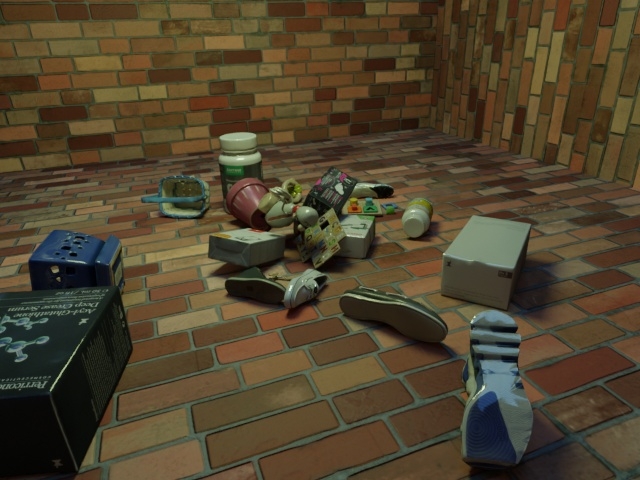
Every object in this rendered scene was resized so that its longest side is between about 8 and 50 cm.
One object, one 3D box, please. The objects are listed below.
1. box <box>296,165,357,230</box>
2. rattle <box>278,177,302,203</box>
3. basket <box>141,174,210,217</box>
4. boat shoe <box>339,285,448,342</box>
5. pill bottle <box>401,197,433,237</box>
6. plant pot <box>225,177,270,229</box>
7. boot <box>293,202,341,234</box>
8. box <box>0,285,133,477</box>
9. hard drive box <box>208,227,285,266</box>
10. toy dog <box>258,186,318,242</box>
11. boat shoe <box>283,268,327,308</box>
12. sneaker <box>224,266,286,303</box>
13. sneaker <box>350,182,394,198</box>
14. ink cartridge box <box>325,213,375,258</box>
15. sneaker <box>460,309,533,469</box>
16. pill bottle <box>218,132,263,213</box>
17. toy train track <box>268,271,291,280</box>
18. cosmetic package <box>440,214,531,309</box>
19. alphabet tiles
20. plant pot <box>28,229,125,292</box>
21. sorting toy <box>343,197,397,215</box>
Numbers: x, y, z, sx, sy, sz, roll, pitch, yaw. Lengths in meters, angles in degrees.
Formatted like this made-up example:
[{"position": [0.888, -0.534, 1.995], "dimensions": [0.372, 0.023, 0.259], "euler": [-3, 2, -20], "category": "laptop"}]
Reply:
[{"position": [0.031, -0.170, 1.887], "dimensions": [0.142, 0.163, 0.247], "euler": [33, 44, 3], "category": "box"}, {"position": [-0.189, -0.218, 2.259], "dimensions": [0.143, 0.130, 0.199], "euler": [1, 49, 32], "category": "rattle"}, {"position": [-0.659, -0.203, 2.092], "dimensions": [0.255, 0.200, 0.289], "euler": [2, 15, 6], "category": "basket"}, {"position": [0.212, 0.192, 1.277], "dimensions": [0.336, 0.112, 0.096], "euler": [12, 32, 34], "category": "boat shoe"}, {"position": [0.406, -0.093, 1.880], "dimensions": [0.118, 0.117, 0.208], "euler": [6, 25, 17], "category": "pill bottle"}, {"position": [-0.295, -0.150, 1.989], "dimensions": [0.202, 0.201, 0.180], "euler": [-16, 43, -28], "category": "plant pot"}, {"position": [-0.010, -0.099, 1.960], "dimensions": [0.207, 0.090, 0.248], "euler": [6, 32, 3], "category": "boot"}, {"position": [-0.638, 0.292, 0.997], "dimensions": [0.294, 0.211, 0.395], "euler": [-3, 25, -5], "category": "box"}, {"position": [-0.266, 0.022, 1.643], "dimensions": [0.181, 0.089, 0.232], "euler": [11, 12, 25], "category": "hard drive box"}, {"position": [-0.145, -0.075, 1.718], "dimensions": [0.220, 0.160, 0.334], "euler": [30, -7, -11], "category": "toy dog"}, {"position": [-0.041, 0.147, 1.424], "dimensions": [0.076, 0.083, 0.226], "euler": [6, 25, 19], "category": "boat shoe"}, {"position": [-0.192, 0.134, 1.464], "dimensions": [0.222, 0.083, 0.118], "euler": [8, 26, 23], "category": "sneaker"}, {"position": [0.257, -0.264, 2.299], "dimensions": [0.238, 0.085, 0.086], "euler": [0, 40, 4], "category": "sneaker"}, {"position": [0.121, -0.022, 1.772], "dimensions": [0.161, 0.092, 0.219], "euler": [5, 25, 15], "category": "ink cartridge box"}, {"position": [0.369, 0.329, 0.958], "dimensions": [0.128, 0.182, 0.315], "euler": [4, 54, 17], "category": "sneaker"}, {"position": [-0.377, -0.320, 2.139], "dimensions": [0.205, 0.360, 0.204], "euler": [-2, 25, 1], "category": "pill bottle"}, {"position": [-0.142, 0.130, 1.557], "dimensions": [0.084, 0.014, 0.048], "euler": [11, 20, 14], "category": "toy train track"}, {"position": [0.563, 0.057, 1.501], "dimensions": [0.218, 0.156, 0.385], "euler": [13, 29, 30], "category": "cosmetic package"}, {"position": [0.000, 0.000, 1.672], "dimensions": [0.198, 0.009, 0.237], "euler": [-39, 35, 13], "category": "alphabet tiles"}, {"position": [-0.739, 0.110, 1.391], "dimensions": [0.212, 0.235, 0.236], "euler": [0, 24, -13], "category": "plant pot"}, {"position": [0.197, -0.166, 2.139], "dimensions": [0.349, 0.047, 0.196], "euler": [-2, 25, 1], "category": "sorting toy"}]
